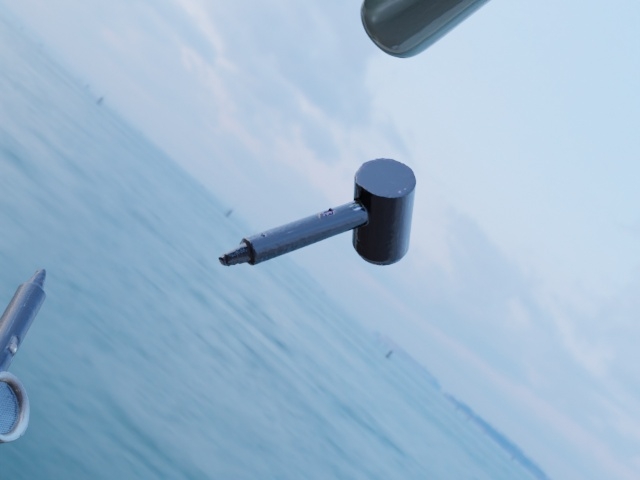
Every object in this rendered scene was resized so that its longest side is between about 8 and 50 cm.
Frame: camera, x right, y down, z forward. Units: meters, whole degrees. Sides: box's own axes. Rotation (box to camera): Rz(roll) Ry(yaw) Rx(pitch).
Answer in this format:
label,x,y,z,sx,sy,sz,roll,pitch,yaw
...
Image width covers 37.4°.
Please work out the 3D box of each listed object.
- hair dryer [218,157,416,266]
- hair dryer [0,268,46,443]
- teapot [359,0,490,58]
label,x,y,z,sx,sy,sz,roll,pitch,yaw
hair dryer,0.000,-0.001,1.079,0.070,0.248,0.114,45,-34,40
hair dryer,-0.352,0.120,1.008,0.255,0.128,0.070,-81,152,-54
teapot,0.171,-0.188,0.498,0.220,0.149,0.318,19,-20,-8
